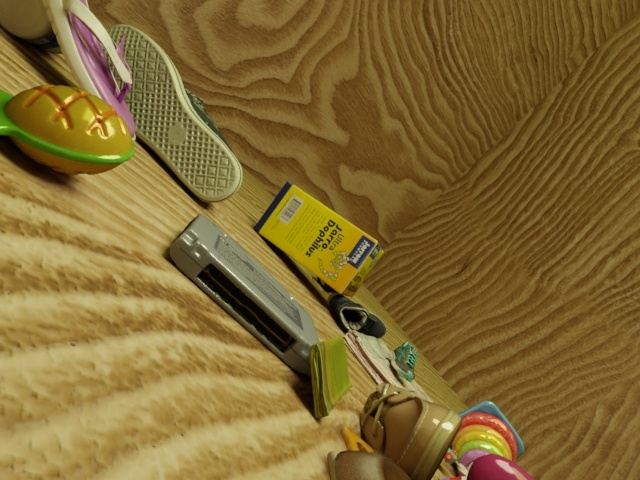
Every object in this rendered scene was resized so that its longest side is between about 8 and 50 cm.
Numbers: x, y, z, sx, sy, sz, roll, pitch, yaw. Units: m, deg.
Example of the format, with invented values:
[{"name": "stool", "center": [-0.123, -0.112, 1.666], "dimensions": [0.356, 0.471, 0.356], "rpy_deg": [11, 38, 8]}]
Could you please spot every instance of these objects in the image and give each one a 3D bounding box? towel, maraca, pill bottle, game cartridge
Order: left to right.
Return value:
[{"name": "pill bottle", "center": [-0.576, -0.460, 0.910], "dimensions": [0.112, 0.112, 0.187], "rpy_deg": [46, 3, -11]}, {"name": "maraca", "center": [-0.317, -0.136, 0.509], "dimensions": [0.185, 0.099, 0.127], "rpy_deg": [10, 30, -39]}, {"name": "game cartridge", "center": [-0.119, 0.082, 0.731], "dimensions": [0.294, 0.060, 0.196], "rpy_deg": [46, 7, -15]}, {"name": "towel", "center": [0.023, 0.215, 0.716], "dimensions": [0.237, 0.021, 0.102], "rpy_deg": [35, 49, -74]}, {"name": "towel", "center": [0.219, 0.395, 1.220], "dimensions": [0.317, 0.053, 0.332], "rpy_deg": [49, 5, 29]}]

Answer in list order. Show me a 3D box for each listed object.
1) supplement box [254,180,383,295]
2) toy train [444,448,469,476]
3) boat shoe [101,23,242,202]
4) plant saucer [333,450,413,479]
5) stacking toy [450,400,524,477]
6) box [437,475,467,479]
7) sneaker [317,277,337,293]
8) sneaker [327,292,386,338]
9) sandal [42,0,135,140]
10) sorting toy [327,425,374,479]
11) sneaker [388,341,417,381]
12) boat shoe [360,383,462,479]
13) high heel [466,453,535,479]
[{"name": "supplement box", "center": [0.000, 0.000, 1.397], "dimensions": [0.356, 0.195, 0.194], "rpy_deg": [35, 0, 18]}, {"name": "toy train", "center": [0.239, 0.449, 0.931], "dimensions": [0.166, 0.046, 0.125], "rpy_deg": [43, 5, -9]}, {"name": "boat shoe", "center": [-0.371, -0.300, 1.068], "dimensions": [0.500, 0.187, 0.156], "rpy_deg": [51, -2, -2]}, {"name": "plant saucer", "center": [0.087, 0.273, 0.392], "dimensions": [0.198, 0.036, 0.198], "rpy_deg": [49, 2, -2]}, {"name": "stacking toy", "center": [0.380, 0.528, 1.017], "dimensions": [0.166, 0.175, 0.302], "rpy_deg": [56, 18, 11]}, {"name": "box", "center": [0.315, 0.486, 0.627], "dimensions": [0.201, 0.057, 0.293], "rpy_deg": [13, 21, -28]}, {"name": "sneaker", "center": [0.044, 0.145, 1.691], "dimensions": [0.097, 0.084, 0.234], "rpy_deg": [46, 3, 18]}, {"name": "sneaker", "center": [0.132, 0.254, 1.323], "dimensions": [0.226, 0.086, 0.163], "rpy_deg": [34, -4, -16]}, {"name": "sandal", "center": [-0.442, -0.405, 0.847], "dimensions": [0.169, 0.102, 0.416], "rpy_deg": [-110, 180, -79]}, {"name": "sorting toy", "center": [0.067, 0.314, 0.385], "dimensions": [0.196, 0.047, 0.348], "rpy_deg": [50, 3, -12]}, {"name": "sneaker", "center": [0.234, 0.323, 1.178], "dimensions": [0.065, 0.076, 0.166], "rpy_deg": [43, 5, -7]}, {"name": "boat shoe", "center": [0.106, 0.273, 0.622], "dimensions": [0.110, 0.122, 0.341], "rpy_deg": [35, -17, 14]}, {"name": "high heel", "center": [0.206, 0.351, 0.308], "dimensions": [0.181, 0.127, 0.377], "rpy_deg": [57, 10, -56]}]
